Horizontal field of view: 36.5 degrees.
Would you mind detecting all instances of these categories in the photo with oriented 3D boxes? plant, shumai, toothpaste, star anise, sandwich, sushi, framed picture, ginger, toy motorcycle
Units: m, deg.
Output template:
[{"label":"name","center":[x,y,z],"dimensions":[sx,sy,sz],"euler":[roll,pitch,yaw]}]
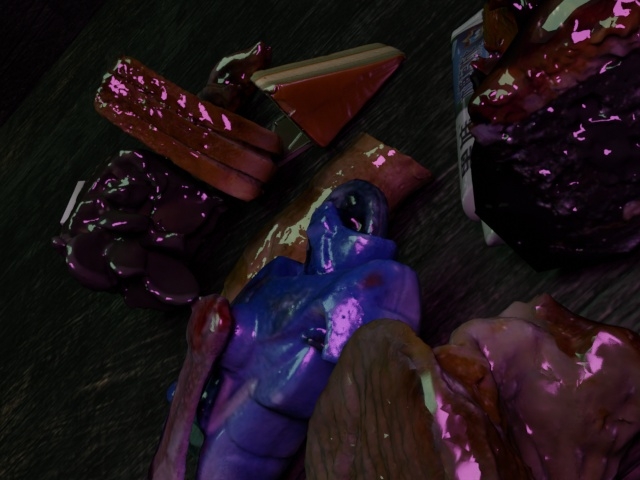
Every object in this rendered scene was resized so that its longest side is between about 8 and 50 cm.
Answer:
[{"label":"plant","center":[-0.242,-0.023,1.316],"dimensions":[0.188,0.199,0.276],"euler":[-54,21,7]},{"label":"shumai","center":[0.118,0.175,0.637],"dimensions":[0.222,0.203,0.272],"euler":[40,124,55]},{"label":"toothpaste","center":[0.167,-0.133,0.956],"dimensions":[0.098,0.061,0.392],"euler":[-37,30,33]},{"label":"star anise","center":[-0.169,-0.204,1.527],"dimensions":[0.288,0.088,0.288],"euler":[-48,16,19]},{"label":"sandwich","center":[-0.184,-0.153,1.330],"dimensions":[0.100,0.254,0.288],"euler":[-63,14,2]},{"label":"sushi","center":[0.219,-0.133,0.716],"dimensions":[0.227,0.212,0.215],"euler":[-19,42,46]},{"label":"framed picture","center":[-0.023,-0.158,1.331],"dimensions":[0.149,0.011,0.109],"euler":[-30,35,38]},{"label":"sandwich","center":[0.010,-0.217,1.223],"dimensions":[0.163,0.113,0.079],"euler":[-46,32,3]},{"label":"ginger","center":[0.000,0.000,1.019],"dimensions":[0.263,0.116,0.109],"euler":[-46,69,4]},{"label":"toy motorcycle","center":[-0.004,0.123,0.838],"dimensions":[0.241,0.182,0.319],"euler":[45,112,27]}]

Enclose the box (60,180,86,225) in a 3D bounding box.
[{"label":"box","center":[-0.342,-0.011,1.503],"dimensions":[0.040,0.154,0.084],"euler":[1,51,20]}]
